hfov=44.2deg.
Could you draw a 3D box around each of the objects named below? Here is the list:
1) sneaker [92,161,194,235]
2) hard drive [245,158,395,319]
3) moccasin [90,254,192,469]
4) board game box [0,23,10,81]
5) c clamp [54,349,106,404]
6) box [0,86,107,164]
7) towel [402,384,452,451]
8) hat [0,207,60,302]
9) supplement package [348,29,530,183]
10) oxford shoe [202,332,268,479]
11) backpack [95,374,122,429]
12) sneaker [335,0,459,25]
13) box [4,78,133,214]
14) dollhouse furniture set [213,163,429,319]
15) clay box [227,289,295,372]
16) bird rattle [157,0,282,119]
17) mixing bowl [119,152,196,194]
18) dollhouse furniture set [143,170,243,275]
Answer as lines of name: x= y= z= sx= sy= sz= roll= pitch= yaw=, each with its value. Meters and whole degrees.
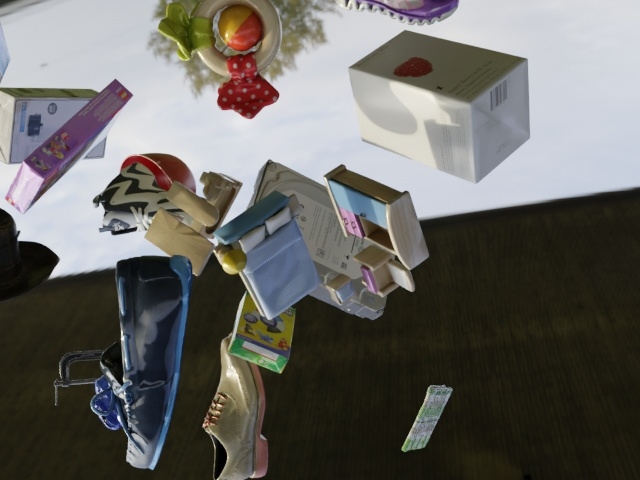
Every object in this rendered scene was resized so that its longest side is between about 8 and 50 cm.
sneaker: x=-0.337 y=-0.038 z=1.495 sx=0.235 sy=0.094 sz=0.153 roll=42 pitch=-120 yaw=16
hard drive: x=0.000 y=0.000 z=1.661 sx=0.064 sy=0.338 sz=0.237 roll=-38 pitch=-150 yaw=53
moccasin: x=-0.259 y=0.170 z=1.135 sx=0.116 sy=0.342 sz=0.138 roll=8 pitch=-162 yaw=-9
board game box: x=-0.443 y=-0.113 z=0.793 sx=0.141 sy=0.291 sz=0.232 roll=21 pitch=172 yaw=-16
c clamp: x=-0.604 y=0.344 z=2.018 sx=0.160 sy=0.137 sz=0.022 roll=-7 pitch=-163 yaw=-18
box: x=-0.658 y=-0.284 z=1.931 sx=0.087 sy=0.169 sz=0.290 roll=23 pitch=-160 yaw=29
towel: x=0.229 y=0.384 z=1.711 sx=0.023 sy=0.152 sz=0.113 roll=28 pitch=-175 yaw=32
hat: x=-0.640 y=0.004 z=1.397 sx=0.331 sy=0.134 sz=0.331 roll=0 pitch=-158 yaw=0
supplement package: x=0.224 y=-0.262 z=1.493 sx=0.293 sy=0.175 sz=0.177 roll=26 pitch=-126 yaw=39
oxford shoe: x=-0.201 y=0.384 z=1.781 sx=0.130 sy=0.349 sz=0.123 roll=-9 pitch=-174 yaw=-27
backpack: x=-0.445 y=0.345 z=1.719 sx=0.101 sy=0.120 sz=0.098 roll=-31 pitch=172 yaw=-23
sneaker: x=0.138 y=-0.467 z=1.434 sx=0.236 sy=0.105 sz=0.095 roll=14 pitch=-128 yaw=14
box: x=-0.537 y=-0.201 z=1.684 sx=0.201 sy=0.057 sz=0.293 roll=-32 pitch=-162 yaw=52
dollhouse furniture set: x=0.010 y=0.060 z=1.364 sx=0.303 sy=0.286 sz=0.198 roll=-34 pitch=-147 yaw=-18
clay box: x=-0.127 y=0.192 z=1.766 sx=0.127 sy=0.053 sz=0.222 roll=23 pitch=-152 yaw=-10
bird rattle: x=-0.161 y=-0.356 z=1.430 sx=0.207 sy=0.253 sz=0.143 roll=-49 pitch=176 yaw=17
mixing bowl: x=-0.333 y=-0.117 z=1.683 sx=0.181 sy=0.182 sz=0.098 roll=7 pitch=-149 yaw=37
dollhouse furniture set: x=-0.172 y=-0.029 z=1.304 sx=0.123 sy=0.144 sz=0.151 roll=33 pitch=-172 yaw=25
